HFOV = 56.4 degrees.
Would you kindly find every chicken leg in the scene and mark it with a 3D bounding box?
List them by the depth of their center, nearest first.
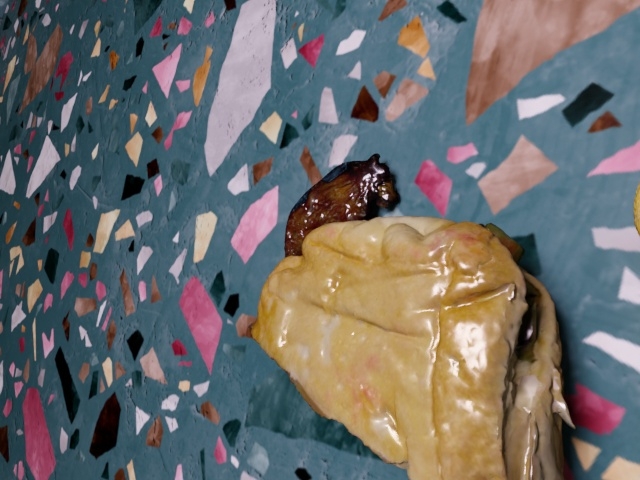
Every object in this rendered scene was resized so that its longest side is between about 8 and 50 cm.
[{"bbox_3d":[0.000,0.000,0.724,0.106,0.051,0.253,48,117,34],"label":"chicken leg"}]

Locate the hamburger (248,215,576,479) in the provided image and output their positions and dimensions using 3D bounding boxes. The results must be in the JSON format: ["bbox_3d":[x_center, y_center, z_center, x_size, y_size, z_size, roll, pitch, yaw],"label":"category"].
[{"bbox_3d":[0.098,0.077,0.529,0.330,0.162,0.209,31,100,46],"label":"hamburger"}]

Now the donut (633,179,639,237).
[{"bbox_3d":[0.281,-0.037,0.369,0.174,0.074,0.190,-63,13,-15],"label":"donut"}]
